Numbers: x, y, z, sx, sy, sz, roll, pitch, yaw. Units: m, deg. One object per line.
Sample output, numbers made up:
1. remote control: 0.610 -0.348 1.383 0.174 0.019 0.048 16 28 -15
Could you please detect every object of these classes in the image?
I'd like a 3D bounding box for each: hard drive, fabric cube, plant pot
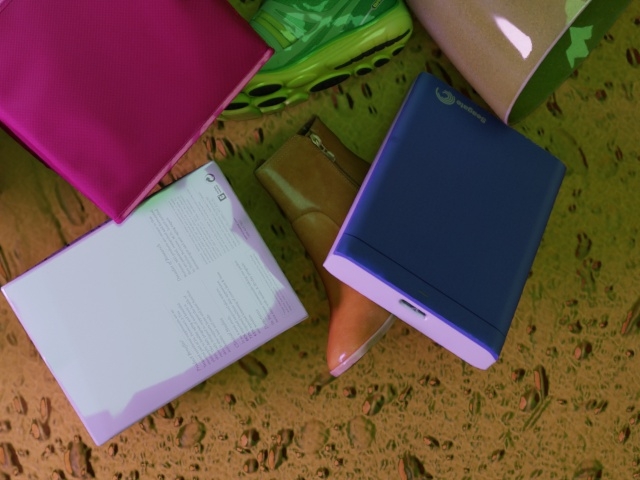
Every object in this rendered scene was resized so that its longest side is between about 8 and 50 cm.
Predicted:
1. hard drive: 0.148 -0.030 1.882 0.210 0.040 0.319 33 47 -7
2. fabric cube: -0.257 -0.218 1.780 0.254 0.259 0.258 -50 122 -6
3. plant pot: 0.191 -0.328 1.898 0.293 0.275 0.275 42 84 10

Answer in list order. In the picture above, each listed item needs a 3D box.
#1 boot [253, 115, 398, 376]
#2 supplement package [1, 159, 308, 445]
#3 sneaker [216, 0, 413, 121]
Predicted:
1. boot: 0.001 -0.001 1.863 0.211 0.295 0.104 43 126 -13
2. supplement package: -0.186 0.064 1.852 0.262 0.198 0.199 -32 95 -7
3. sneaker: -0.043 -0.225 1.937 0.295 0.109 0.123 -20 70 -6
